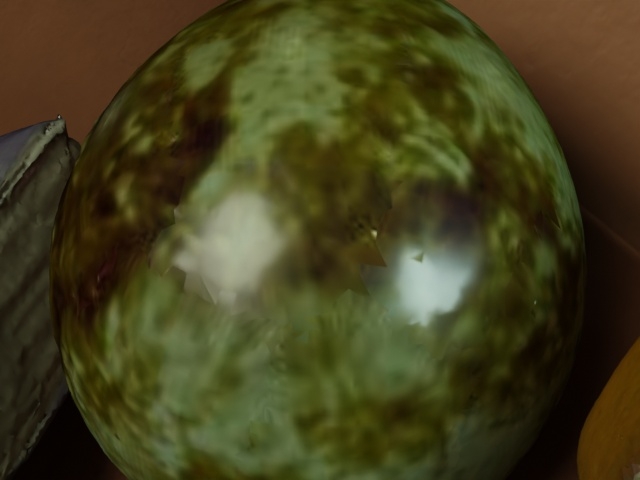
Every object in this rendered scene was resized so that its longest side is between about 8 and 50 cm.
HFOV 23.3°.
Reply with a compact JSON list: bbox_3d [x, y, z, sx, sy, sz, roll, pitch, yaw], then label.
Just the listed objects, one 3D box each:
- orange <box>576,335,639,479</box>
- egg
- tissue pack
[{"bbox_3d":[0.206,0.090,0.553,0.249,0.183,0.249,-15,64,33],"label":"orange"},{"bbox_3d":[0.000,0.000,0.706,0.238,0.238,0.289,-20,49,29],"label":"egg"},{"bbox_3d":[-0.296,0.075,0.911,0.344,0.125,0.242,-17,30,29],"label":"tissue pack"}]
